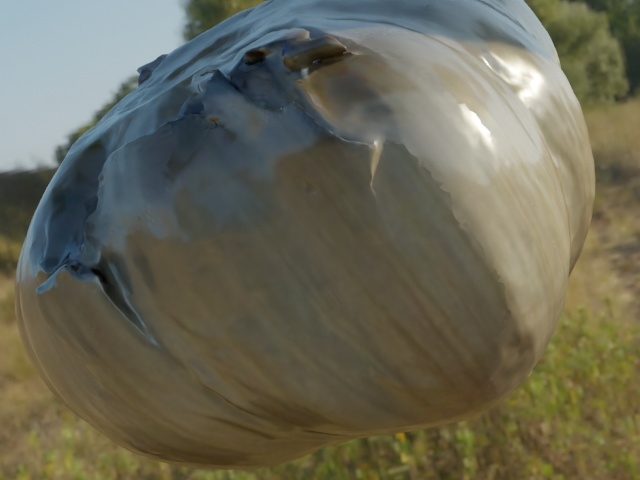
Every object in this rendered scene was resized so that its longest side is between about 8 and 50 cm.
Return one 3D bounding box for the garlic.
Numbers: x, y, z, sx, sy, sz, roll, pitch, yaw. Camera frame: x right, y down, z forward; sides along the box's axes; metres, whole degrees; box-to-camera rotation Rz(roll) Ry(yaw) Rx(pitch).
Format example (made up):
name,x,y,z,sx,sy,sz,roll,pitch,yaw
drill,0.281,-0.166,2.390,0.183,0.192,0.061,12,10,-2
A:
name,x,y,z,sx,sy,sz,roll,pitch,yaw
garlic,-0.010,-0.014,0.657,0.322,0.241,0.322,-8,14,2
